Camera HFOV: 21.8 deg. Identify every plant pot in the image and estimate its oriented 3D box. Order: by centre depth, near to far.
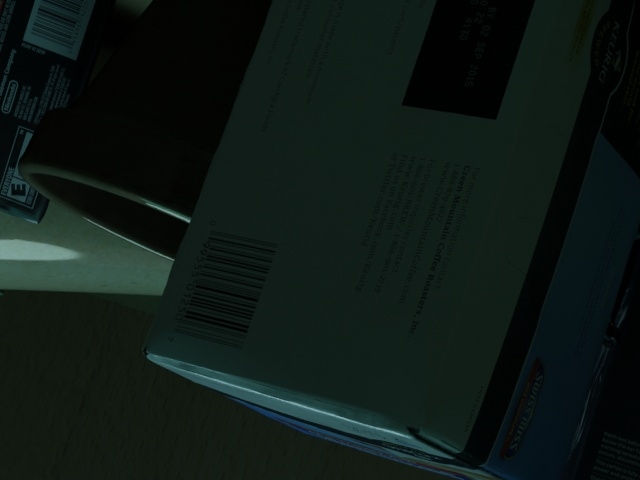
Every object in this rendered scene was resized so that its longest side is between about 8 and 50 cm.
[{"bbox_3d":[-0.082,-0.104,1.348,0.263,0.229,0.263,22,172,3],"label":"plant pot"},{"bbox_3d":[-0.238,-0.074,1.672,0.306,0.333,0.334,11,171,-12],"label":"plant pot"}]

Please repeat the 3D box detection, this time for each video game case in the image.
[{"bbox_3d":[-0.314,-0.176,1.409,0.248,0.274,0.035,21,-154,-5],"label":"video game case"}]

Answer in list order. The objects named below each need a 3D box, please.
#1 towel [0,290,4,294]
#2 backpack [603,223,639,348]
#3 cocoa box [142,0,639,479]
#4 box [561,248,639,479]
[{"bbox_3d":[-0.501,-0.106,1.943,0.370,0.040,0.271,45,-164,-22],"label":"towel"},{"bbox_3d":[0.219,0.010,1.574,0.117,0.158,0.173,17,176,42],"label":"backpack"},{"bbox_3d":[0.078,-0.023,1.173,0.231,0.347,0.228,12,167,33],"label":"cocoa box"},{"bbox_3d":[0.361,0.185,1.781,0.179,0.312,0.343,19,168,4],"label":"box"}]
